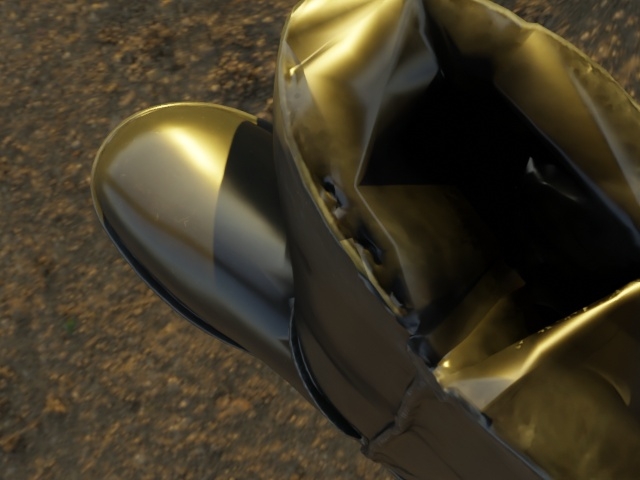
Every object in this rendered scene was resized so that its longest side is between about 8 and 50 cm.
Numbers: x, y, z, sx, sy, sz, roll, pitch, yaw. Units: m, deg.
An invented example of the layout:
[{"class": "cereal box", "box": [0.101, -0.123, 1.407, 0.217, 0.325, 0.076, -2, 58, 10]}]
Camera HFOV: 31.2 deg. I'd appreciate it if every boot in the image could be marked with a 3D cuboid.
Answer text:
[{"class": "boot", "box": [0.002, 0.001, 0.561, 0.367, 0.445, 0.146, 37, 83, 7]}]
